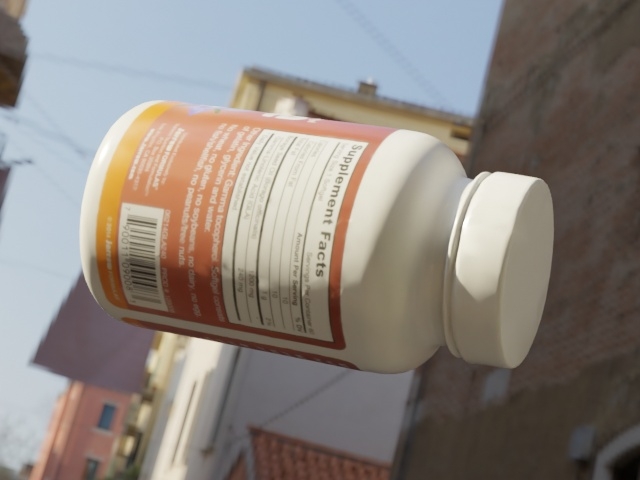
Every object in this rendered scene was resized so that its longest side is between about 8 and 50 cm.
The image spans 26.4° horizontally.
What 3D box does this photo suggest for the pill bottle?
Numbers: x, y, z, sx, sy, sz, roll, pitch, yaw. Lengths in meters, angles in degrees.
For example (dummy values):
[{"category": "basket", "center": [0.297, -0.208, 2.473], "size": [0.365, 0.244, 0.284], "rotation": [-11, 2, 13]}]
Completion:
[{"category": "pill bottle", "center": [0.000, 0.000, 0.681], "size": [0.216, 0.121, 0.121], "rotation": [9, -19, 22]}]
